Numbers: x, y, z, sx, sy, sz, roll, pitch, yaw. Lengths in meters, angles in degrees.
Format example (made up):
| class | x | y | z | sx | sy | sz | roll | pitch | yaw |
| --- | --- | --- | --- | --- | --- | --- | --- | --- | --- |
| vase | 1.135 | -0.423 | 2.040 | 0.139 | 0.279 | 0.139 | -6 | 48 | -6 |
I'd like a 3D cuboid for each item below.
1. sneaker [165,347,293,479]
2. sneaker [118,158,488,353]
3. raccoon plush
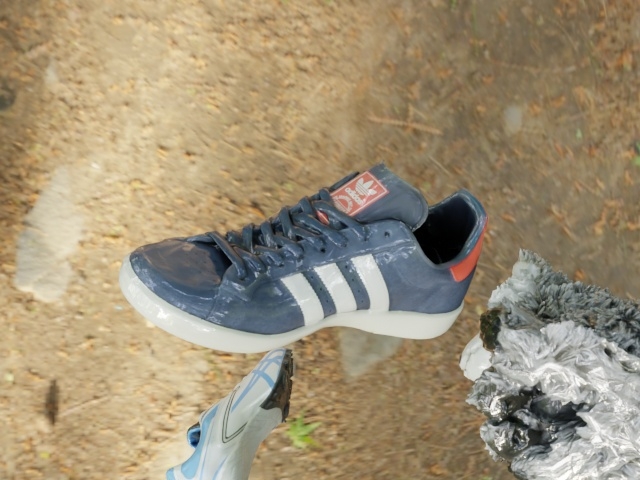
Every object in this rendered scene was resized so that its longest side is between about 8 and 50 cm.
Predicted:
| class | x | y | z | sx | sy | sz | roll | pitch | yaw |
| --- | --- | --- | --- | --- | --- | --- | --- | --- | --- |
| sneaker | -0.089 | 0.190 | 1.221 | 0.086 | 0.237 | 0.085 | 12 | 125 | 16 |
| sneaker | 0.000 | 0.000 | 0.966 | 0.131 | 0.350 | 0.148 | 50 | 127 | 38 |
| raccoon plush | 0.359 | 0.129 | 1.240 | 0.446 | 0.299 | 0.216 | 3 | 111 | 21 |
